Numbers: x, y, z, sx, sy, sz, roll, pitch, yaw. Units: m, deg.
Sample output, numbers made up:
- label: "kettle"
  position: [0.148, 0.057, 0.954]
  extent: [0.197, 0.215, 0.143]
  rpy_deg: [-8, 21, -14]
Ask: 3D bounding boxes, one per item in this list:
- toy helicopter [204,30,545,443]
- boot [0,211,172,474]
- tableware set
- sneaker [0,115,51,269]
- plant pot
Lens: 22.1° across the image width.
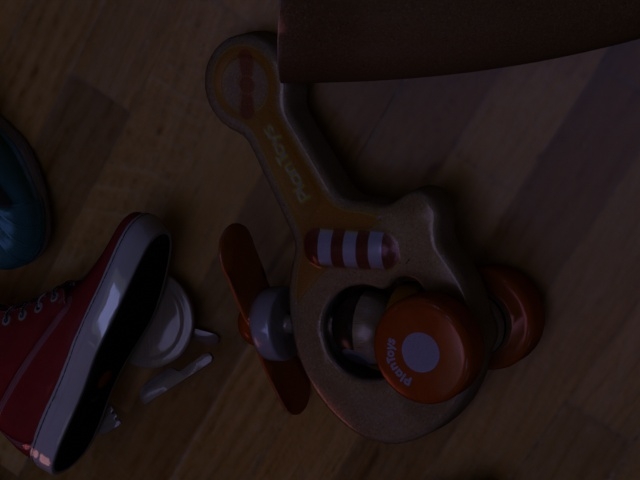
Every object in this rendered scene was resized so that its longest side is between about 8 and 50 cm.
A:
- label: "toy helicopter"
  position: [0.000, 0.000, 1.323]
  extent: [0.235, 0.140, 0.355]
  rpy_deg: [-32, 83, 34]
- label: "boot"
  position: [-0.240, 0.054, 1.398]
  extent: [0.176, 0.088, 0.244]
  rpy_deg: [33, 107, 17]
- label: "tableware set"
  position: [-0.186, 0.096, 1.445]
  extent: [0.194, 0.039, 0.128]
  rpy_deg: [-33, 82, 19]
- label: "sneaker"
  position: [-0.344, -0.098, 1.394]
  extent: [0.108, 0.121, 0.302]
  rpy_deg: [-28, 95, 25]
- label: "plant pot"
  position: [0.108, -0.217, 1.164]
  extent: [0.254, 0.237, 0.237]
  rpy_deg: [6, 109, 1]
